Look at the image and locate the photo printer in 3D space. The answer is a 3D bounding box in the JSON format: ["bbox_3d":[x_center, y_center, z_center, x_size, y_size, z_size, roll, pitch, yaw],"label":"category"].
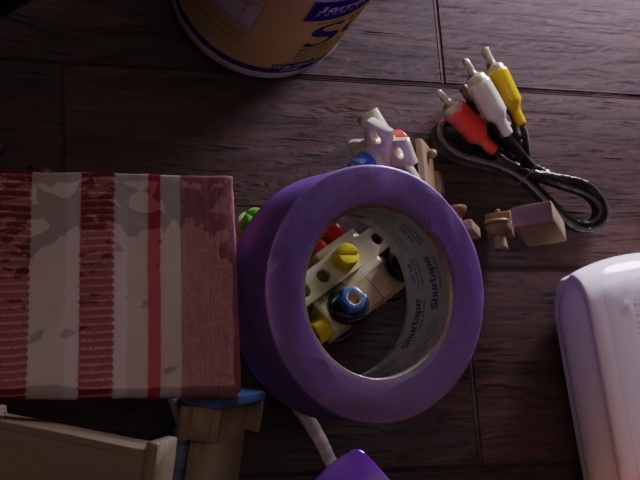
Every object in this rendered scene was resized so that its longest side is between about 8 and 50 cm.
[{"bbox_3d":[0.432,0.167,1.608,0.256,0.107,0.307,-3,75,-19],"label":"photo printer"}]

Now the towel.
[{"bbox_3d":[-0.246,0.045,1.289,0.329,0.037,0.237,1,73,-12],"label":"towel"}]

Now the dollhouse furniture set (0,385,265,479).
[{"bbox_3d":[-0.208,0.291,1.340,0.198,0.303,0.286,8,91,19],"label":"dollhouse furniture set"}]

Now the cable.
[{"bbox_3d":[0.256,-0.106,1.649,0.139,0.072,0.287,-42,91,-18],"label":"cable"}]

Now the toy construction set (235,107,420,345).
[{"bbox_3d":[0.000,0.000,1.501,0.327,0.151,0.215,-38,79,-19],"label":"toy construction set"}]

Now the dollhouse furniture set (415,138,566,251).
[{"bbox_3d":[0.213,-0.061,1.583,0.151,0.144,0.123,-10,75,17],"label":"dollhouse furniture set"}]

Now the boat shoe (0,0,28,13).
[{"bbox_3d":[-0.381,-0.324,1.480,0.307,0.111,0.104,-39,90,-24],"label":"boat shoe"}]

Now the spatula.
[{"bbox_3d":[-0.015,0.213,1.489,0.084,0.030,0.296,-34,87,-25],"label":"spatula"}]

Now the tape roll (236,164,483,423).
[{"bbox_3d":[0.042,0.059,1.380,0.275,0.090,0.275,4,83,-30],"label":"tape roll"}]

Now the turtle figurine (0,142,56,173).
[{"bbox_3d":[-0.392,-0.006,1.395,0.269,0.087,0.217,23,66,-7],"label":"turtle figurine"}]

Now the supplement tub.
[{"bbox_3d":[-0.033,-0.356,1.484,0.241,0.331,0.241,5,73,-17],"label":"supplement tub"}]
